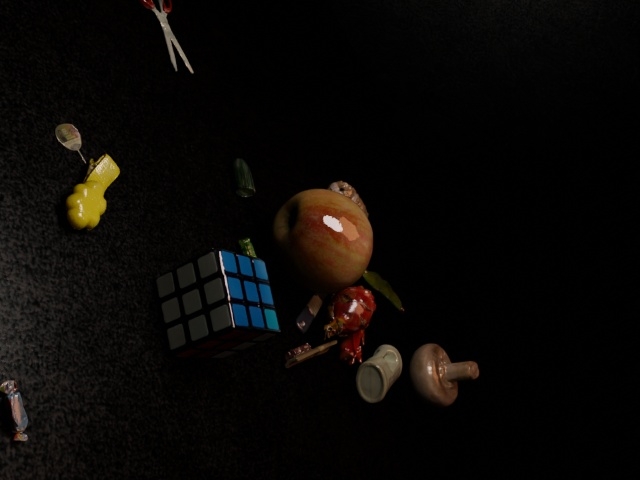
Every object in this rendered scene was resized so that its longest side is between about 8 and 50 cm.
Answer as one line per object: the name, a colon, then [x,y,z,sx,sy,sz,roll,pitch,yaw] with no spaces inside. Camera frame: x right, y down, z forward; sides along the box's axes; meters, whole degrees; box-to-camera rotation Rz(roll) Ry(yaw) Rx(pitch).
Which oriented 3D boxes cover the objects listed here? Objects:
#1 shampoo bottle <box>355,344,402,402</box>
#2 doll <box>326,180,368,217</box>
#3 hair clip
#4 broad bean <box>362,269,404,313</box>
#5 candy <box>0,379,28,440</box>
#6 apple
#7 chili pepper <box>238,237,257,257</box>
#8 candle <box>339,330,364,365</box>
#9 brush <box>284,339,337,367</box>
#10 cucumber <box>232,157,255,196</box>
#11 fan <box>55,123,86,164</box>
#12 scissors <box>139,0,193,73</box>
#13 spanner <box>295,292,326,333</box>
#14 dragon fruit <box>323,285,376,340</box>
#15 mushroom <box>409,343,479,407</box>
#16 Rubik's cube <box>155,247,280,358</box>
shampoo bottle: [0.175,0.365,1.896,0.234,0.087,0.118,-22,110,-67]
doll: [0.094,-0.091,2.150,0.221,0.105,0.115,59,23,-12]
hair clip: [-0.401,-0.082,1.179,0.072,0.046,0.173,56,25,-32]
broad bean: [0.205,0.157,2.224,0.297,0.043,0.060,42,42,-44]
candy: [-0.409,0.228,0.894,0.030,0.020,0.083,7,63,-63]
apple: [0.000,0.000,1.688,0.233,0.256,0.257,26,43,-39]
chili pepper: [-0.165,0.053,1.565,0.055,0.035,0.118,12,65,-46]
candle: [0.092,0.236,1.891,0.302,0.059,0.084,-83,150,-51]
brush: [-0.023,0.267,1.639,0.036,0.043,0.248,62,22,11]
cucumber: [-0.197,-0.161,1.686,0.048,0.048,0.105,27,42,-55]
fan: [-0.454,-0.178,1.214,0.060,0.003,0.080,10,59,-62]
scissors: [-0.389,-0.534,1.682,0.144,0.017,0.248,-20,87,-66]
spanner: [-0.013,0.157,1.796,0.087,0.024,0.316,59,26,-10]
dragon fruit: [0.064,0.199,1.765,0.125,0.125,0.246,22,25,13]
mushroom: [0.398,0.428,2.154,0.207,0.215,0.207,36,45,-47]
Rubik's cube: [-0.193,0.123,1.273,0.160,0.163,0.162,19,48,-59]
